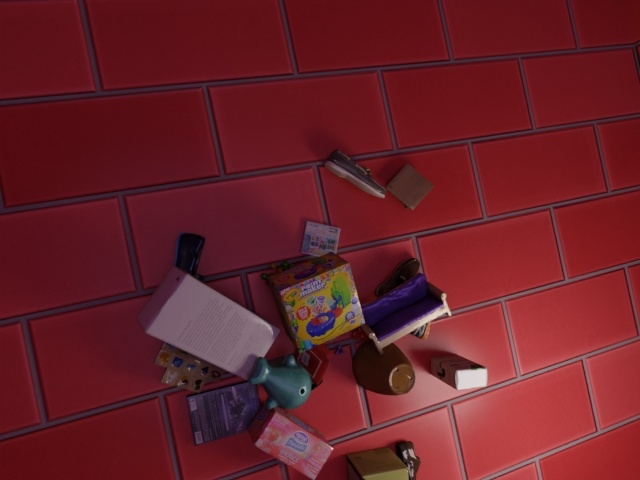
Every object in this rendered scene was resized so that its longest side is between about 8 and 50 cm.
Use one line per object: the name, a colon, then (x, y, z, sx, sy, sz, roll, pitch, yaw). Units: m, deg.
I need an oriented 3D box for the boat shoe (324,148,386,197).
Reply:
boat shoe: (0.169, -0.291, 1.789, 0.305, 0.109, 0.091, 30, 84, -7)

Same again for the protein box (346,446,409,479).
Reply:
protein box: (0.233, 0.976, 1.675, 0.200, 0.201, 0.135, -2, 87, -15)

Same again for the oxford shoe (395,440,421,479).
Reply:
oxford shoe: (0.404, 0.998, 1.783, 0.096, 0.083, 0.226, -10, 90, -19)

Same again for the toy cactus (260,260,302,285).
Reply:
toy cactus: (-0.133, 0.176, 1.693, 0.219, 0.112, 0.180, -4, 97, -23)

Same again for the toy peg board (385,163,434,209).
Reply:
toy peg board: (0.403, -0.236, 1.874, 0.161, 0.079, 0.161, 41, 77, 7)

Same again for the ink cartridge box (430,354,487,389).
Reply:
ink cartridge box: (0.607, 0.579, 1.797, 0.153, 0.208, 0.086, -1, 90, -14)

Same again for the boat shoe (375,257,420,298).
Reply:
boat shoe: (0.364, 0.177, 1.816, 0.257, 0.095, 0.095, -45, 98, -13)

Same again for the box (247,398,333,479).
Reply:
box: (-0.121, 0.784, 1.608, 0.300, 0.154, 0.142, 39, 78, -15)

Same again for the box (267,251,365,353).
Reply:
box: (-0.017, 0.236, 1.605, 0.290, 0.177, 0.278, -22, 110, -15)

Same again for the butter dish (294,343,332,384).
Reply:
butter dish: (-0.011, 0.479, 1.680, 0.118, 0.160, 0.160, -14, 134, -48)

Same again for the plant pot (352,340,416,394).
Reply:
plant pot: (0.286, 0.543, 1.692, 0.238, 0.254, 0.236, 1, 85, -15)

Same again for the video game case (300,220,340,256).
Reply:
video game case: (0.000, 0.000, 1.772, 0.158, 0.019, 0.143, 12, 84, -14)

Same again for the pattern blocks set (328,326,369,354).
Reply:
pattern blocks set: (0.048, 0.334, 1.759, 0.286, 0.026, 0.324, -23, 93, -15)

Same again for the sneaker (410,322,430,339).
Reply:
sneaker: (0.459, 0.338, 1.839, 0.083, 0.084, 0.214, 14, 83, -7)

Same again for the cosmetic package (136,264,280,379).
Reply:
cosmetic package: (-0.397, 0.308, 1.492, 0.453, 0.162, 0.229, 41, 76, -34)

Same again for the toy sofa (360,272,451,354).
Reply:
toy sofa: (0.343, 0.300, 1.702, 0.363, 0.150, 0.177, -28, 108, -5)

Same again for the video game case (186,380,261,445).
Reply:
video game case: (-0.379, 0.685, 1.627, 0.275, 0.026, 0.195, -10, 89, -16)

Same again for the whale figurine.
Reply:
whale figurine: (-0.145, 0.541, 1.548, 0.272, 0.141, 0.216, 41, 65, -34)

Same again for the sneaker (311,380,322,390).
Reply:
sneaker: (-0.069, 0.604, 1.685, 0.178, 0.077, 0.071, -31, 93, -14)

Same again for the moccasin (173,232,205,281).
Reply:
moccasin: (-0.507, 0.139, 1.570, 0.117, 0.138, 0.341, 4, 86, -13)

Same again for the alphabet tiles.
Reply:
alphabet tiles: (-0.461, 0.409, 1.572, 0.285, 0.011, 0.342, 32, 78, -35)
